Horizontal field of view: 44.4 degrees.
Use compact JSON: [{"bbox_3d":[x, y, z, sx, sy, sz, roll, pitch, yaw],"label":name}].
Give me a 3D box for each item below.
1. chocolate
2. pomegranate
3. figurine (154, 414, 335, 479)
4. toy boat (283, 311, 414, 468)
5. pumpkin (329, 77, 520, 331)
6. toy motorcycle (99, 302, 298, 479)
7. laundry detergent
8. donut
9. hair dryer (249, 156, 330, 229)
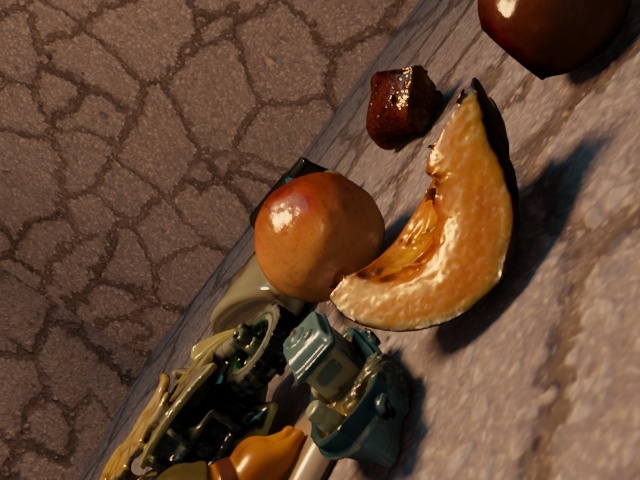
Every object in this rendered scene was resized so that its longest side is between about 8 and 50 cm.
[{"bbox_3d":[0.259,-0.269,0.856,0.176,0.177,0.176,-53,10,13],"label":"chocolate"},{"bbox_3d":[0.000,-0.001,1.119,0.191,0.191,0.191,-53,10,13],"label":"pomegranate"},{"bbox_3d":[-0.094,0.248,0.828,0.249,0.141,0.166,-57,9,-16],"label":"figurine"},{"bbox_3d":[0.019,0.138,0.753,0.109,0.098,0.238,-47,14,5],"label":"toy boat"},{"bbox_3d":[0.144,-0.004,0.754,0.130,0.149,0.253,19,-74,-55],"label":"pumpkin"},{"bbox_3d":[-0.168,0.264,1.053,0.410,0.169,0.237,-57,8,-12],"label":"toy motorcycle"},{"bbox_3d":[-0.041,0.008,1.480,0.264,0.125,0.397,-44,12,53],"label":"laundry detergent"},{"bbox_3d":[0.138,-0.247,1.465,0.187,0.144,0.126,1,74,48],"label":"donut"},{"bbox_3d":[-0.077,-0.063,2.016,0.244,0.116,0.302,-50,22,27],"label":"hair dryer"}]
